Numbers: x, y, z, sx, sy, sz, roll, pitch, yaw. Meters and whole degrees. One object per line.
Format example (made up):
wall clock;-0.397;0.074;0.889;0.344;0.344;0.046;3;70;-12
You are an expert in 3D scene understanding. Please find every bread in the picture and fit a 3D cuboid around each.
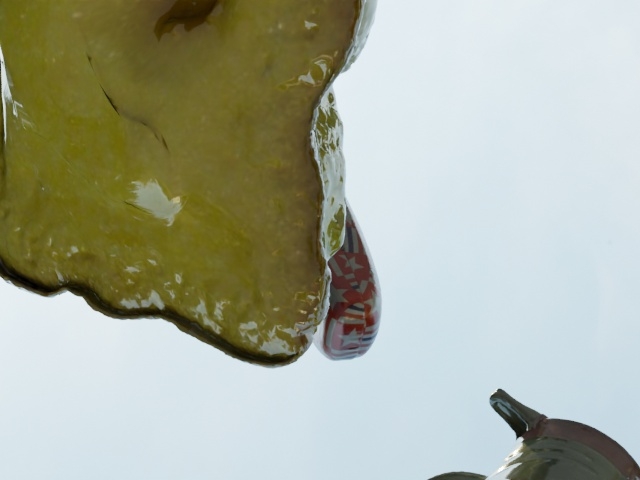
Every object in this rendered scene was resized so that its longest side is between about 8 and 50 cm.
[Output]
bread;-0.047;-0.084;0.359;0.161;0.233;0.088;13;-160;23

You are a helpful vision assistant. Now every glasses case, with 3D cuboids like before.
glasses case;0.000;0.000;0.707;0.049;0.073;0.194;-7;-135;-16

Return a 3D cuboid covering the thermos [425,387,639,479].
thermos;0.089;0.214;0.592;0.176;0.146;0.265;1;-147;37
